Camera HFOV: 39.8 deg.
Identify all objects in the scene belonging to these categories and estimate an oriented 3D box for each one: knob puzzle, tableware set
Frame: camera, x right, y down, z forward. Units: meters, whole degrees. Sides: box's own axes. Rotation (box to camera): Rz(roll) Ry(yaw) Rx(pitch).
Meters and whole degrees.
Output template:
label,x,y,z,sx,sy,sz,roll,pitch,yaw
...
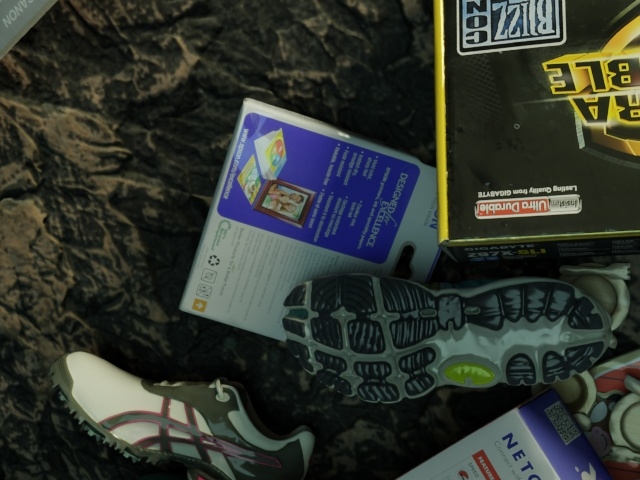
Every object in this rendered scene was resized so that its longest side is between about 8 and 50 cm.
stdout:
label,x,y,z,sx,sy,sz,roll,pitch,yaw
knob puzzle,0.291,0.182,0.776,0.213,0.030,0.213,4,106,15
tableware set,0.255,0.105,0.753,0.141,0.020,0.169,17,97,18

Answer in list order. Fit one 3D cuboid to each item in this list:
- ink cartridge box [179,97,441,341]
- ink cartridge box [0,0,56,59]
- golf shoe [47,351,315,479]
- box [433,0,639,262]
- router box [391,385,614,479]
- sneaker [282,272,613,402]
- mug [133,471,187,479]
label,x,y,z,sx,sy,sz,roll,pitch,yaw
ink cartridge box,0.000,0.000,0.795,0.208,0.045,0.206,18,110,-5
ink cartridge box,-0.350,-0.261,0.793,0.309,0.130,0.272,-36,94,21
golf shoe,-0.135,0.173,0.874,0.272,0.105,0.120,33,93,1
box,0.246,-0.122,0.633,0.321,0.079,0.257,-3,76,17
router box,0.160,0.344,0.747,0.301,0.082,0.336,-40,72,32
sneaker,0.102,0.077,0.747,0.275,0.110,0.107,1,94,18
mug,-0.174,0.310,0.908,0.157,0.097,0.130,-25,97,21
